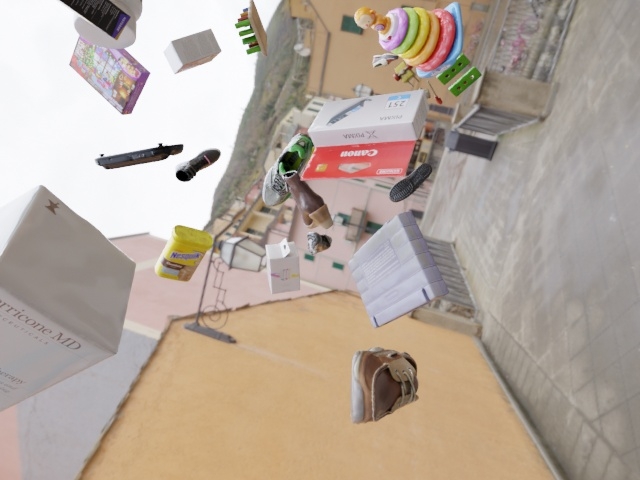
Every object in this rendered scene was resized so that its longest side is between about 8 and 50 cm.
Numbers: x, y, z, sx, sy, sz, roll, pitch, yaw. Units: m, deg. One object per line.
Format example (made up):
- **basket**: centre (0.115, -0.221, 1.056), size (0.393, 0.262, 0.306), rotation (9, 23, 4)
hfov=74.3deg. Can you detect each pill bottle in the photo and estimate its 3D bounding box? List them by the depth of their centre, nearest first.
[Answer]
- **pill bottle**: centre (-0.718, -0.879, 1.427), size (0.224, 0.224, 0.391), rotation (48, -141, -80)

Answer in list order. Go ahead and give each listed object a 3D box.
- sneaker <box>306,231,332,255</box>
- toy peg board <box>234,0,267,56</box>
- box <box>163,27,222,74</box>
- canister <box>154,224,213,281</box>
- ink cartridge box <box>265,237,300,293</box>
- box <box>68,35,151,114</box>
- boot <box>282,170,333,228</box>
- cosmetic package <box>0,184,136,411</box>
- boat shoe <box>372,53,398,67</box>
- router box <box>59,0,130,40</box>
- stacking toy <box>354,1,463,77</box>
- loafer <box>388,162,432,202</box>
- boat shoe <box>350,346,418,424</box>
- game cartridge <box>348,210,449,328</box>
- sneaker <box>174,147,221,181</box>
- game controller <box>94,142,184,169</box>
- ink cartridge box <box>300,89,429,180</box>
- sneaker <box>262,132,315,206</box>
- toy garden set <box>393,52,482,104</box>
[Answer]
- **sneaker**: centre (0.000, 0.000, 1.830), size (0.234, 0.106, 0.078), rotation (98, 149, -75)
- **toy peg board**: centre (-0.272, -0.821, 1.645), size (0.161, 0.079, 0.160), rotation (67, -166, -52)
- **box**: centre (-0.485, -0.714, 1.600), size (0.171, 0.130, 0.091), rotation (-34, -69, -26)
- **canister**: centre (-0.431, 0.044, 1.327), size (0.170, 0.126, 0.073), rotation (-54, 39, 25)
- **ink cartridge box**: centre (-0.114, 0.074, 1.276), size (0.092, 0.090, 0.143), rotation (-118, 24, -58)
- **box**: centre (-0.810, -0.657, 1.618), size (0.201, 0.293, 0.057), rotation (-48, -1, 29)
- **boot**: centre (-0.051, -0.138, 1.376), size (0.090, 0.206, 0.248), rotation (-38, 15, -8)
- **cosmetic package**: centre (-0.732, 0.146, 1.015), size (0.329, 0.394, 0.327), rotation (55, -167, -39)
- **boat shoe**: centre (0.256, -0.709, 1.666), size (0.049, 0.137, 0.043), rotation (-1, -75, -35)
- **router box**: centre (-0.697, -0.684, 1.133), size (0.081, 0.309, 0.243), rotation (-56, -31, 6)
- **stacking toy**: centre (0.222, -0.561, 1.132), size (0.175, 0.302, 0.165), rotation (-10, 79, 60)
- **loafer**: centre (0.394, -0.240, 1.827), size (0.220, 0.080, 0.078), rotation (-38, -15, 13)
- **boat shoe**: centre (0.132, 0.271, 0.826), size (0.324, 0.117, 0.123), rotation (5, -95, -73)
- **game cartridge**: centre (0.192, 0.091, 1.149), size (0.355, 0.068, 0.230), rotation (127, 129, -62)
- **sneaker**: centre (-0.691, -0.416, 2.381), size (0.146, 0.296, 0.104), rotation (-105, -11, -53)
- **game controller**: centre (-0.669, -0.320, 1.567), size (0.166, 0.320, 0.067), rotation (-59, -39, -60)
- **ink cartridge box**: centre (0.105, -0.273, 1.095), size (0.066, 0.297, 0.261), rotation (60, -137, -43)
- **sneaker**: centre (-0.151, -0.269, 1.688), size (0.343, 0.134, 0.146), rotation (-58, 0, 34)
- **toy garden set**: centre (0.390, -0.578, 1.445), size (0.204, 0.244, 0.049), rotation (-39, 35, 32)
